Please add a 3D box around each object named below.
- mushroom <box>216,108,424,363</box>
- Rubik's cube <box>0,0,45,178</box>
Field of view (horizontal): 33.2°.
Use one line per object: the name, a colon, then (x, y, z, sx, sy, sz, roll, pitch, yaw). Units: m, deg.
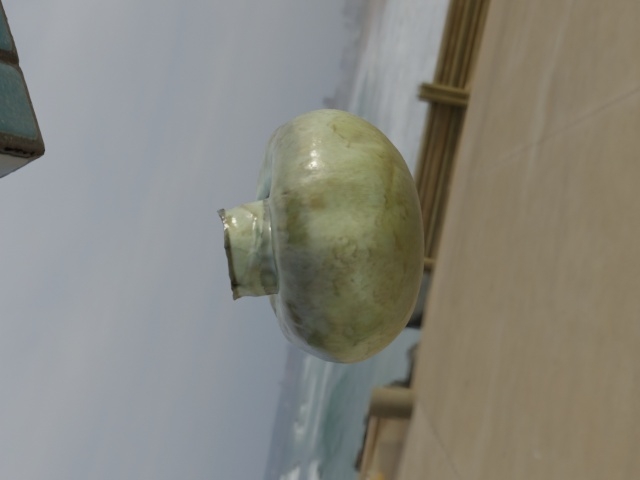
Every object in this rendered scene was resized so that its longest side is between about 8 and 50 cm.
mushroom: (0.000, 0.000, 1.421, 0.352, 0.261, 0.352, 172, 90, -84)
Rubik's cube: (-0.480, -0.171, 0.828, 0.337, 0.344, 0.344, 3, -115, -68)
